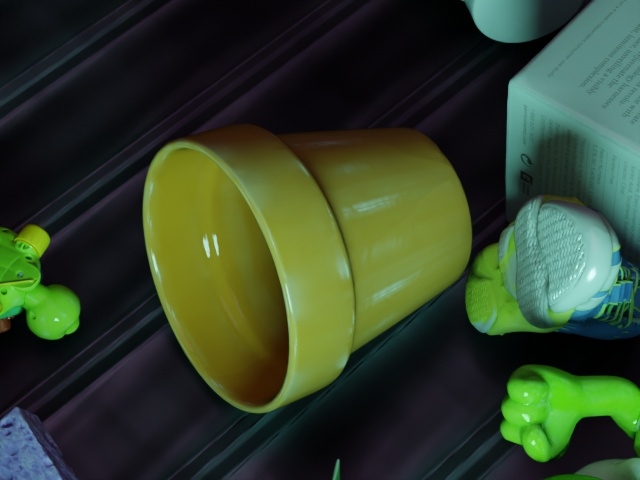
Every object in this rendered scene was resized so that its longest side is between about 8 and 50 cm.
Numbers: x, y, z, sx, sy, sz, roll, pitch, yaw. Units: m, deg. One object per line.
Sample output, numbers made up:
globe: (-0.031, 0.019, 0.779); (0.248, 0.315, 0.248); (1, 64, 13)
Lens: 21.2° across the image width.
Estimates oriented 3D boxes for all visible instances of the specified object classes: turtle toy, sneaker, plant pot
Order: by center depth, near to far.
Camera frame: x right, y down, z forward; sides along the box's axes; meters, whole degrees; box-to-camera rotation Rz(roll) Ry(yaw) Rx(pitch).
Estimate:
sneaker: (0.191, 0.022, 1.204); (0.126, 0.240, 0.091); (4, 83, -12)
plant pot: (0.000, 0.000, 1.257); (0.188, 0.205, 0.205); (-20, 52, -29)
turtle toy: (-0.244, 0.035, 1.316); (0.130, 0.066, 0.095); (21, 57, 18)

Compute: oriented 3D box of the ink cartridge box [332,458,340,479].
ink cartridge box: (0.023, 0.260, 1.098); (0.062, 0.109, 0.209); (6, 53, 9)

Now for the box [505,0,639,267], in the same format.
box: (0.338, -0.050, 1.272); (0.345, 0.168, 0.215); (33, 61, 26)

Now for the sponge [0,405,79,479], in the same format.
sponge: (-0.248, 0.223, 1.148); (0.210, 0.031, 0.117); (-43, 56, 3)

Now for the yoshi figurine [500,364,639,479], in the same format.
yoshi figurine: (0.220, 0.124, 1.048); (0.362, 0.203, 0.203); (-61, 22, 5)

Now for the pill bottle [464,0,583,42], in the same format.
pill bottle: (0.146, -0.293, 1.490); (0.136, 0.136, 0.245); (-13, 53, -5)
